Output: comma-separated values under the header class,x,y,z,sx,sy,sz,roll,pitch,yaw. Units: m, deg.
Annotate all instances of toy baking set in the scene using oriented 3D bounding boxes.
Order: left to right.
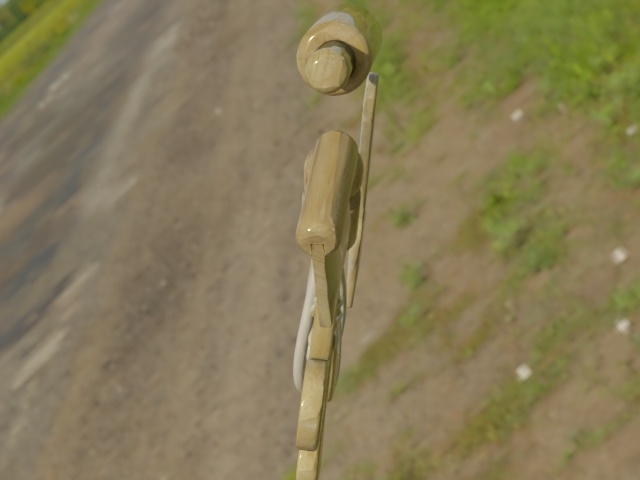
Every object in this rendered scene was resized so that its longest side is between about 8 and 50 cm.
class,x,y,z,sx,sy,sz,roll,pitch,yaw
toy baking set,0.001,-0.006,0.738,0.256,0.030,0.197,-72,-10,-72
